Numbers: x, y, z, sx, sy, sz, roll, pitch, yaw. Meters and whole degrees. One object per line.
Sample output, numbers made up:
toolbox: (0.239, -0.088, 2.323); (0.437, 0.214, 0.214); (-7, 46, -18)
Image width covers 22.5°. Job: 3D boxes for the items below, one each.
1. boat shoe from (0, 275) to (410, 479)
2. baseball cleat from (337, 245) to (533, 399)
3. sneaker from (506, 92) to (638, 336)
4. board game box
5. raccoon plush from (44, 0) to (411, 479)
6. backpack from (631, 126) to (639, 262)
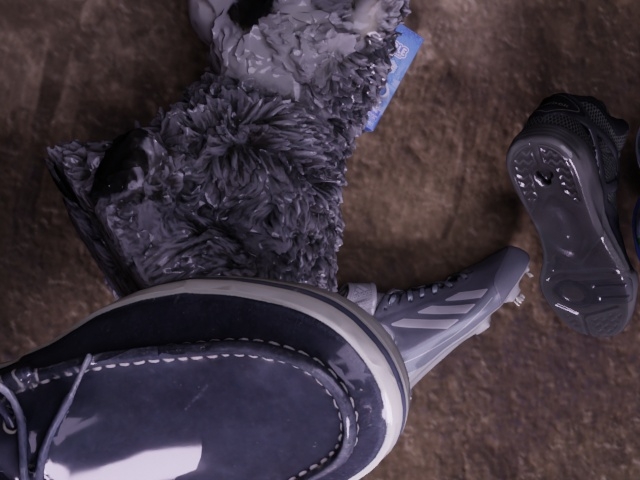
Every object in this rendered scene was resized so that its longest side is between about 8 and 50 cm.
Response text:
boat shoe: (-0.177, 0.151, 1.068); (0.500, 0.156, 0.187); (-12, 113, 22)
baseball cleat: (0.080, 0.055, 1.322); (0.206, 0.072, 0.109); (-43, 96, -15)
sneaker: (0.226, -0.030, 1.351); (0.130, 0.087, 0.227); (-58, 135, -42)
board game box: (0.026, -0.151, 1.318); (0.090, 0.020, 0.090); (30, 84, -17)
raccoon plush: (0.000, 0.000, 1.227); (0.299, 0.216, 0.446); (-32, 109, -14)
backpack: (0.378, -0.047, 1.312); (0.213, 0.276, 0.263); (35, 109, -9)
